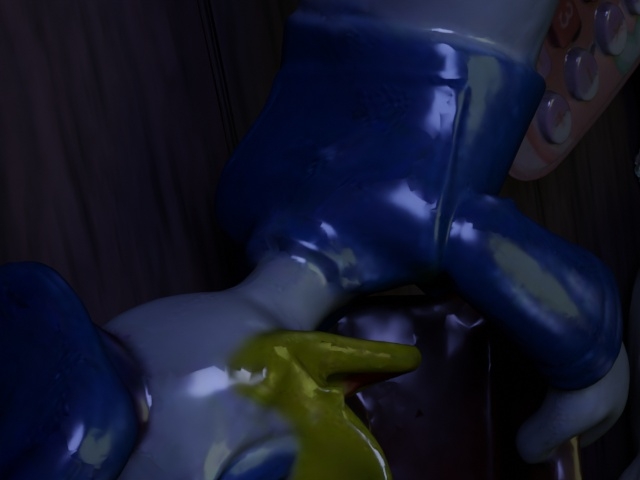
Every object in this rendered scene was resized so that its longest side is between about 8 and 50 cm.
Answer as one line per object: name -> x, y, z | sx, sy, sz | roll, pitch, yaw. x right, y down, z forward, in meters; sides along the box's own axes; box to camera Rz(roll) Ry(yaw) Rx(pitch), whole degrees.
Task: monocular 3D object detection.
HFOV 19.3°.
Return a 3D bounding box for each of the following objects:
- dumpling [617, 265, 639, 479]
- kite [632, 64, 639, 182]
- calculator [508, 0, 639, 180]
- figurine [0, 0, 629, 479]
dumpling -> 0.241, 0.078, 1.033 | 0.243, 0.175, 0.227 | 12, 112, -46
kite -> 0.172, -0.168, 0.980 | 0.314, 0.011, 0.335 | -43, 135, -41
calculator -> 0.129, -0.182, 0.859 | 0.329, 0.048, 0.220 | -58, 145, -23
figurine -> 0.000, 0.000, 0.627 | 0.338, 0.205, 0.283 | -41, 135, -38
